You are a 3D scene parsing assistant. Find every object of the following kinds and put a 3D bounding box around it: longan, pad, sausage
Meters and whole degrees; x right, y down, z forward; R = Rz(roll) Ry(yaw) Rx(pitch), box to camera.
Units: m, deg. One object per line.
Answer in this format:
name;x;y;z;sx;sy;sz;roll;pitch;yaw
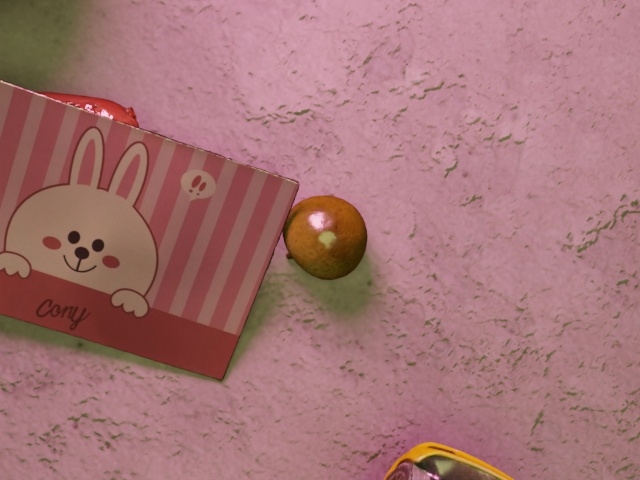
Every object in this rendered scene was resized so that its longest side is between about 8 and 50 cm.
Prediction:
longan;0.000;0.000;0.820;0.083;0.075;0.075;-34;95;40
pad;-0.190;-0.007;0.786;0.299;0.005;0.202;19;111;-10
sausage;-0.215;-0.087;0.796;0.141;0.076;0.076;5;92;-1

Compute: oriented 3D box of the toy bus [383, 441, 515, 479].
toy bus;0.052;0.319;0.789;0.144;0.152;0.330;30;92;-9
